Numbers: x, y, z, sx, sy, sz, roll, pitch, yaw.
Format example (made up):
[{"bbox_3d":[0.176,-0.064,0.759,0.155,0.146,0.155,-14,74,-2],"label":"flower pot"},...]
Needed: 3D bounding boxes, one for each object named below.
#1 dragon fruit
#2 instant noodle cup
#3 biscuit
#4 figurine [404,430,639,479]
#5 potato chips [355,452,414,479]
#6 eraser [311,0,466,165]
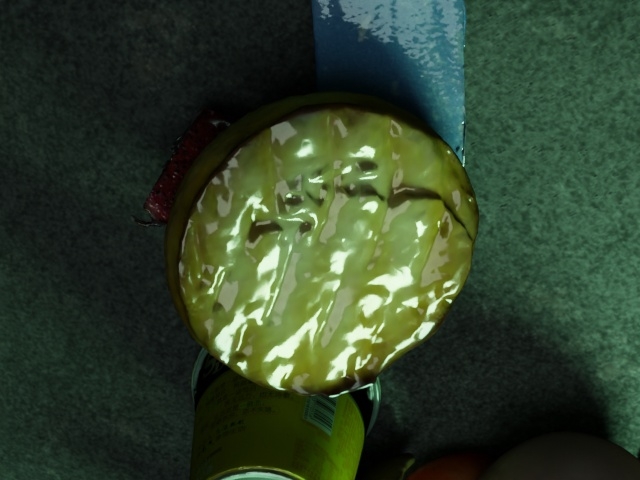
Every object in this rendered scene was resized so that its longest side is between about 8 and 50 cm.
[{"bbox_3d":[-0.117,-0.053,1.317,0.102,0.096,0.147,29,76,-14],"label":"dragon fruit"},{"bbox_3d":[-0.046,0.217,1.380,0.216,0.236,0.215,2,118,3],"label":"instant noodle cup"},{"bbox_3d":[0.000,0.000,1.245,0.297,0.102,0.296,-8,117,-16],"label":"biscuit"},{"bbox_3d":[0.256,0.303,1.419,0.270,0.261,0.211,38,89,-13],"label":"figurine"},{"bbox_3d":[0.029,0.294,1.440,0.049,0.202,0.150,48,144,1],"label":"potato chips"},{"bbox_3d":[0.067,-0.123,1.282,0.144,0.042,0.311,1,119,6],"label":"eraser"}]
